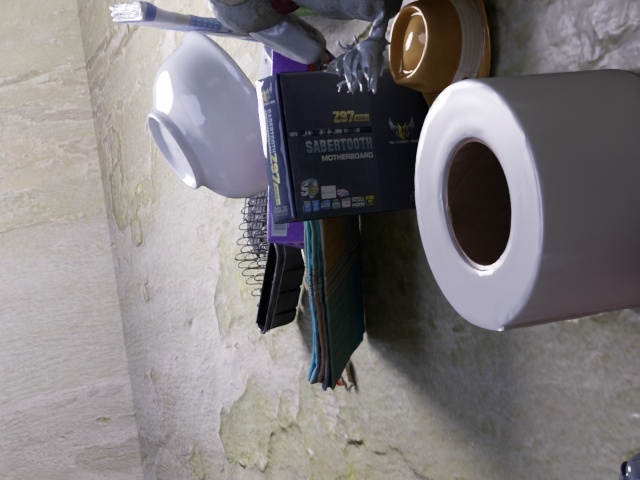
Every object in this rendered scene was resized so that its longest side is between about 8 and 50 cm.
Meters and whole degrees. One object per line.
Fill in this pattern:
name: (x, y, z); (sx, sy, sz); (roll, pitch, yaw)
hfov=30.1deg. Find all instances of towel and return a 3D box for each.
towel: (-0.183, -0.352, 1.927); (0.209, 0.285, 0.034); (-156, 72, -66)
towel: (0.017, -0.004, 1.682); (0.271, 0.040, 0.370); (-44, -48, -73)

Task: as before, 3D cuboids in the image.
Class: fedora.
fedora: (0.135, -0.236, 1.449); (0.194, 0.079, 0.194); (173, 90, -69)

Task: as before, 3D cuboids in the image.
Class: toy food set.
toy food set: (0.025, 0.184, 1.932); (0.122, 0.019, 0.078); (70, 156, 10)

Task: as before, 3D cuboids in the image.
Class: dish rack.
dish rack: (-0.100, 0.005, 2.108); (0.271, 0.074, 0.208); (-119, 31, -42)

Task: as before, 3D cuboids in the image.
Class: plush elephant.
plush elephant: (-0.027, -0.330, 1.380); (0.272, 0.256, 0.329); (42, -122, -68)

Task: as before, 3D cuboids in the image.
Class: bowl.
bowl: (-0.185, -0.176, 1.910); (0.298, 0.134, 0.298); (49, 162, 22)

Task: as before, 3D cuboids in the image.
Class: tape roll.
tape roll: (0.222, -0.044, 1.176); (0.246, 0.169, 0.246); (172, 90, -68)

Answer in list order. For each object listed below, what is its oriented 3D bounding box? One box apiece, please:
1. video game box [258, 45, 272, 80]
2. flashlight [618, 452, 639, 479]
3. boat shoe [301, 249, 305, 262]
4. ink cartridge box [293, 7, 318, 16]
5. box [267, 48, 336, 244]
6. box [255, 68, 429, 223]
video game box: (-0.059, -0.192, 1.980); (0.187, 0.048, 0.205); (-118, 30, -44)
flashlight: (0.324, 0.136, 1.071); (0.103, 0.103, 0.304); (-132, 41, -53)
boat shoe: (0.000, 0.000, 1.861); (0.170, 0.063, 0.059); (-90, -1, -46)
ink cartridge box: (-0.090, -0.492, 1.873); (0.198, 0.115, 0.272); (-151, 57, -63)
box: (-0.022, -0.136, 1.710); (0.201, 0.057, 0.293); (13, -101, -78)
box: (0.038, -0.123, 1.512); (0.059, 0.233, 0.183); (-9, 88, 55)
